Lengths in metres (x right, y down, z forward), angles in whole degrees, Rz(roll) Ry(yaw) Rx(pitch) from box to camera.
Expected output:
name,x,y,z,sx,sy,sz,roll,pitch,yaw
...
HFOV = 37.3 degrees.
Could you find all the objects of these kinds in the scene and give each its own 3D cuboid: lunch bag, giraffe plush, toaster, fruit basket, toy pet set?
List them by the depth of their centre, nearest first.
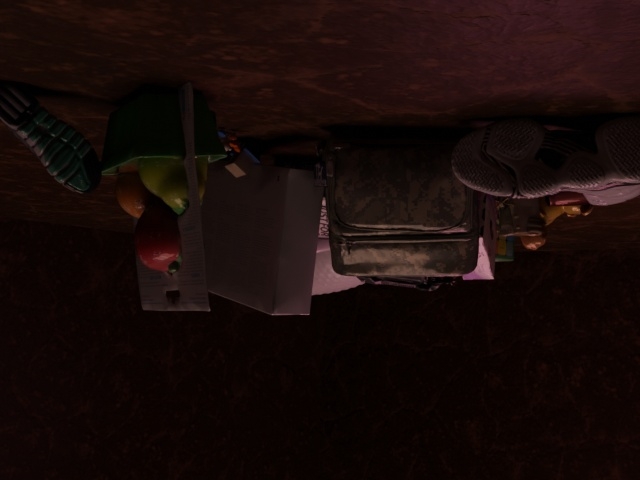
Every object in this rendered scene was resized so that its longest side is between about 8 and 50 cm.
name,x,y,z,sx,sy,sz,roll,pitch,yaw
fruit basket,-0.249,-0.060,1.573,0.166,0.352,0.327,-11,-179,-29
lunch bag,0.150,-0.083,1.777,0.305,0.256,0.212,1,-145,7
toy pet set,-0.169,-0.185,1.847,0.114,0.065,0.122,44,151,-23
toaster,0.179,0.011,1.966,0.227,0.146,0.129,6,146,19
giraffe plush,0.504,-0.085,2.041,0.171,0.181,0.210,-27,147,33

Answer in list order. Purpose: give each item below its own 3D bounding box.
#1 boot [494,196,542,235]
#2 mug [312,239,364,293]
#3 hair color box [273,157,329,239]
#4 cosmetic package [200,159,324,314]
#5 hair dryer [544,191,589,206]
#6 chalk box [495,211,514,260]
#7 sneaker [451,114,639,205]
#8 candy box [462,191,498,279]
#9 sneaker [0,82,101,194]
name,x,y,z,sx,sy,sz,roll,pitch,yaw
boot,0.362,-0.091,1.888,0.213,0.165,0.077,6,173,-32
mug,0.000,0.000,2.306,0.374,0.276,0.328,-15,-176,-43
hair color box,0.072,-0.085,2.084,0.348,0.105,0.173,2,148,4
cosmetic package,-0.139,-0.018,1.959,0.098,0.284,0.377,2,-174,-33
hair dryer,0.566,-0.119,1.817,0.294,0.080,0.224,-15,179,38
chalk box,0.377,-0.037,2.375,0.289,0.179,0.180,-2,173,42
sneaker,0.420,-0.126,1.639,0.366,0.137,0.210,-3,170,18
candy box,0.328,-0.040,2.006,0.070,0.196,0.164,-2,145,18
sneaker,-0.453,-0.171,1.572,0.223,0.083,0.098,52,163,-24
